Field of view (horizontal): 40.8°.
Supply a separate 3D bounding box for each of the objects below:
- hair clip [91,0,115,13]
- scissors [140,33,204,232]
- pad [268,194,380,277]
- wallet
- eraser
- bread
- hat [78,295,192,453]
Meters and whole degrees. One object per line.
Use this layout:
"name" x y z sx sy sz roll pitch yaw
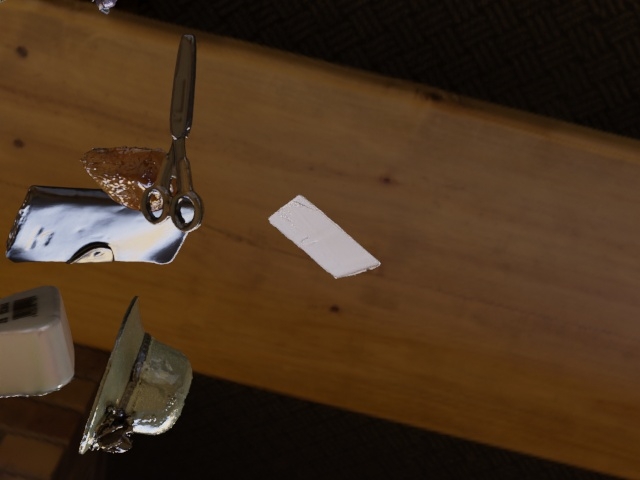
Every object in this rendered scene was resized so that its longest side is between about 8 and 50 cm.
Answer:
"hair clip" -0.449 -0.577 1.815 0.052 0.124 0.195 6 97 -10
"scissors" -0.159 -0.121 0.971 0.088 0.017 0.220 13 102 30
"pad" 0.000 0.000 1.307 0.156 0.232 0.004 40 75 -7
"wallet" -0.433 -0.027 1.717 0.377 0.051 0.197 2 134 -41
"eraser" -0.634 0.220 1.812 0.331 0.331 0.150 -4 107 11
"bread" -0.251 -0.079 1.167 0.126 0.044 0.129 1 157 9
"hat" -0.270 0.224 1.336 0.130 0.257 0.257 19 123 -7
